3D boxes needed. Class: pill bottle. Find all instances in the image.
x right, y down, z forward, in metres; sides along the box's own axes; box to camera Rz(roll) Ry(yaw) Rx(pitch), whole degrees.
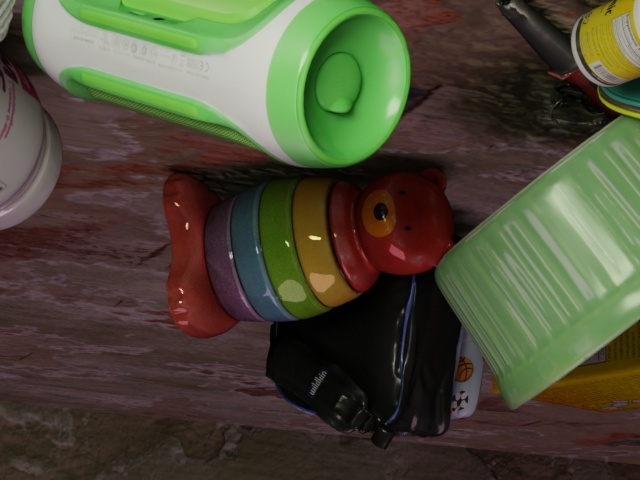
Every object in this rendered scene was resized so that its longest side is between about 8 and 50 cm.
[{"bbox_3d":[0.254,-0.164,1.438,0.065,0.065,0.116,11,163,-31],"label":"pill bottle"},{"bbox_3d":[-0.329,-0.107,1.553,0.160,0.160,0.283,-1,165,13],"label":"pill bottle"}]

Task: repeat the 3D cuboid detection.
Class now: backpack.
[{"bbox_3d":[0.062,0.098,2.145,0.213,0.276,0.263,17,172,-41],"label":"backpack"}]

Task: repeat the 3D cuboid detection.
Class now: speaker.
[{"bbox_3d":[-0.080,-0.136,1.302,0.296,0.131,0.131,20,180,42],"label":"speaker"}]

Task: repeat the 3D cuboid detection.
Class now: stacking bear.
[{"bbox_3d":[0.000,0.000,1.948,0.289,0.175,0.164,-12,159,20],"label":"stacking bear"}]

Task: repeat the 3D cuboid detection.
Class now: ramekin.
[{"bbox_3d":[0.248,0.004,1.672,0.303,0.148,0.303,-37,174,-5],"label":"ramekin"}]

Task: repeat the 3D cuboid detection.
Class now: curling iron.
[{"bbox_3d":[0.199,-0.147,1.566,0.068,0.035,0.274,-4,164,22],"label":"curling iron"}]

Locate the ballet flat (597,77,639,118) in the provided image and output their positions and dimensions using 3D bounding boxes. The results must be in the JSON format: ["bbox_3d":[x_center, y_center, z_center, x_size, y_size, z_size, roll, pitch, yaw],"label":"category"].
[{"bbox_3d":[0.351,-0.121,1.549,0.231,0.077,0.077,-6,141,21],"label":"ballet flat"}]

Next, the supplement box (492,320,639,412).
[{"bbox_3d":[0.380,0.070,2.062,0.195,0.194,0.356,14,162,-36],"label":"supplement box"}]

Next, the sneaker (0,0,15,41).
[{"bbox_3d":[-0.320,-0.225,1.250,0.161,0.102,0.282,1,155,19],"label":"sneaker"}]
